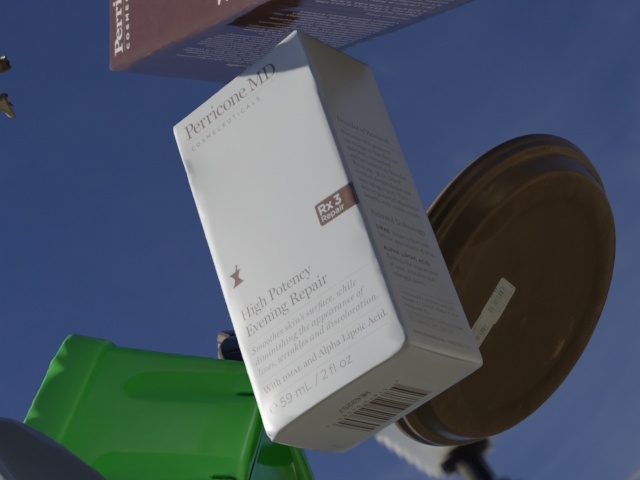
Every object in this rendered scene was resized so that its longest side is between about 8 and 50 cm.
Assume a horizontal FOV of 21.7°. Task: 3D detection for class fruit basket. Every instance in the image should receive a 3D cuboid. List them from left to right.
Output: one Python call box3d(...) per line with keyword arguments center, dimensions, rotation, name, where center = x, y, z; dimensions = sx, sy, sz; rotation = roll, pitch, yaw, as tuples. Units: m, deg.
box3d(center=(-0.179, 0.288, 1.264), dimensions=(0.392, 0.283, 0.392), rotation=(5, -57, 8), name="fruit basket")

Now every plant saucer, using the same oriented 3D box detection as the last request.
box3d(center=(0.155, 0.049, 1.366), dimensions=(0.278, 0.041, 0.278), rotation=(-25, -51, -36), name="plant saucer")

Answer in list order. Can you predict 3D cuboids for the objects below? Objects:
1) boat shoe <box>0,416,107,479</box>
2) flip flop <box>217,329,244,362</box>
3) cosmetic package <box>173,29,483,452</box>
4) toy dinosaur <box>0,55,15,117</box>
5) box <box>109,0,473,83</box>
box3d(center=(-0.027, 0.188, 0.509), dimensions=(0.105, 0.306, 0.113), rotation=(-52, -13, 5), name="boat shoe")
box3d(center=(-0.063, 0.141, 1.801), dimensions=(0.112, 0.277, 0.080), rotation=(0, -87, -10), name="flip flop")
box3d(center=(0.000, 0.000, 1.018), dimensions=(0.117, 0.231, 0.085), rotation=(-36, -32, 26), name="cosmetic package")
box3d(center=(-0.245, -0.089, 1.047), dimensions=(0.093, 0.053, 0.183), rotation=(-19, -2, 5), name="toy dinosaur")
box3d(center=(-0.024, -0.239, 1.208), dimensions=(0.143, 0.191, 0.381), rotation=(3, -7, -27), name="box")
